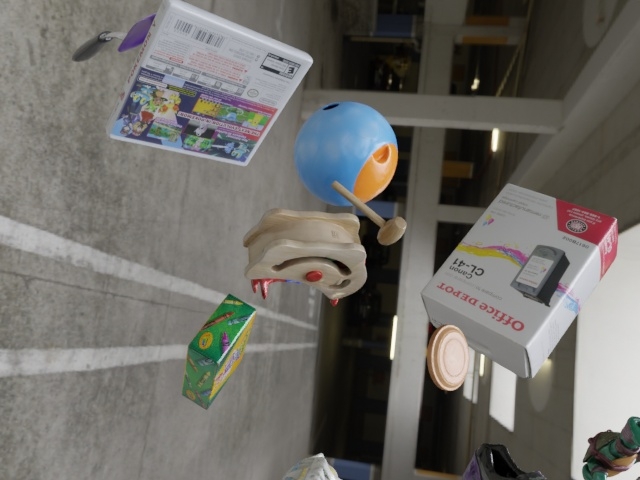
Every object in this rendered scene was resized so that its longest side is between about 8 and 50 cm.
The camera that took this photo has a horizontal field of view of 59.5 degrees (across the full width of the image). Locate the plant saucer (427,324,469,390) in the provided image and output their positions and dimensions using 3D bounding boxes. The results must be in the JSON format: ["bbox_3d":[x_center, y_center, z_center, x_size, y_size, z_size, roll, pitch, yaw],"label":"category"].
[{"bbox_3d":[0.167,0.150,0.719,0.083,0.013,0.083,8,78,-43],"label":"plant saucer"}]

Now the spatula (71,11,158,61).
[{"bbox_3d":[-0.278,-0.275,0.767,0.084,0.296,0.030,-40,122,-32],"label":"spatula"}]

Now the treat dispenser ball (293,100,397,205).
[{"bbox_3d":[0.069,-0.237,1.549,0.288,0.288,0.288,5,90,-81],"label":"treat dispenser ball"}]

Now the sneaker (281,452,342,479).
[{"bbox_3d":[-0.015,0.347,0.765,0.092,0.087,0.228,-39,178,-10],"label":"sneaker"}]

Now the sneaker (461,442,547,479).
[{"bbox_3d":[0.320,0.426,0.852,0.283,0.107,0.124,38,-65,55],"label":"sneaker"}]

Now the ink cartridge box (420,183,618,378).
[{"bbox_3d":[0.371,0.064,1.047,0.306,0.226,0.131,-47,139,-18],"label":"ink cartridge box"}]

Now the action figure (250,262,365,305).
[{"bbox_3d":[-0.012,0.108,1.301,0.091,0.280,0.139,21,-57,60],"label":"action figure"}]

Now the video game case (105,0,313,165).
[{"bbox_3d":[-0.134,-0.181,0.690,0.183,0.201,0.023,-51,-128,30],"label":"video game case"}]

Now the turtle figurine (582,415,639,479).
[{"bbox_3d":[0.483,0.359,0.896,0.175,0.118,0.234,-20,139,-31],"label":"turtle figurine"}]

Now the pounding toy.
[{"bbox_3d":[0.000,0.000,0.978,0.154,0.270,0.154,114,-26,-49],"label":"pounding toy"}]

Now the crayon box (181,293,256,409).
[{"bbox_3d":[-0.247,0.271,1.340,0.165,0.081,0.278,-56,172,-39],"label":"crayon box"}]
